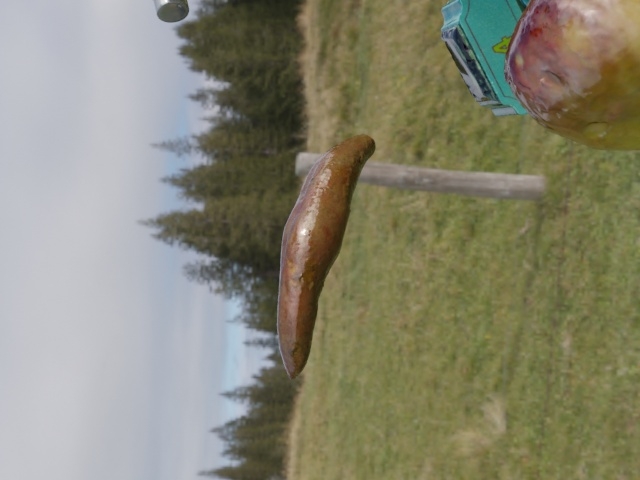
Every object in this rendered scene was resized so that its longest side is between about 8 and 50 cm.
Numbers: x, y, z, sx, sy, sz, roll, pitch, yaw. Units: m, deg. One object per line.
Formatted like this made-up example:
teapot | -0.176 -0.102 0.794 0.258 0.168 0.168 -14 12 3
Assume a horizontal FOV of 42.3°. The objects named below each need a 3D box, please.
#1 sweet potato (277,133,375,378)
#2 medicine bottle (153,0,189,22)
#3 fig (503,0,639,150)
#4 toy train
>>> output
sweet potato | -0.004 -0.002 0.778 0.078 0.058 0.255 58 -136 -60
medicine bottle | -0.184 -0.350 0.918 0.092 0.061 0.221 119 138 -61
fig | 0.263 -0.129 0.577 0.159 0.257 0.159 14 -90 -83
toy train | 0.241 -0.252 1.028 0.198 0.154 0.107 60 175 -10
